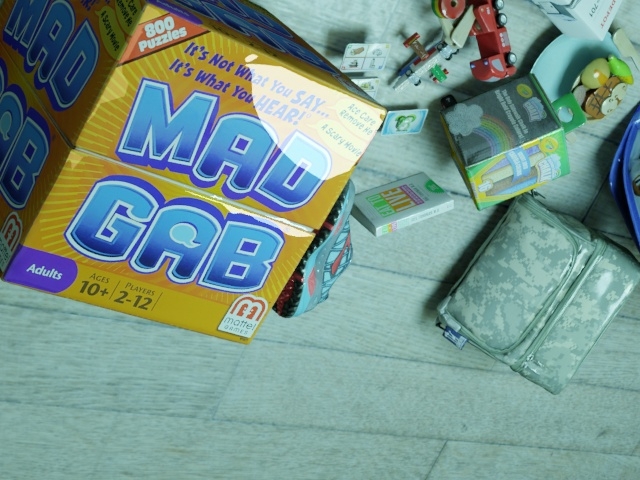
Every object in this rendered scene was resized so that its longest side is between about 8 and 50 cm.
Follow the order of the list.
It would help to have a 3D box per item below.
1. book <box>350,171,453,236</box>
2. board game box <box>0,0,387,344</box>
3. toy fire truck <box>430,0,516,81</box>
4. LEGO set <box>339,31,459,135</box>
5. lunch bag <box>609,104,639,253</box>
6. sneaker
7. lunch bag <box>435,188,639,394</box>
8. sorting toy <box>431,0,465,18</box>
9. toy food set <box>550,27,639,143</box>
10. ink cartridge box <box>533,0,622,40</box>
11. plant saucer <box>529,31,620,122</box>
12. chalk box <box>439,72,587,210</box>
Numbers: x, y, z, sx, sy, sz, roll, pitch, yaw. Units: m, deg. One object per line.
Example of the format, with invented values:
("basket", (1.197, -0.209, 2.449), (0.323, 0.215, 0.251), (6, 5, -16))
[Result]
("book", (0.132, -0.057, 1.922), (0.144, 0.096, 0.035), (-20, 128, -19))
("board game box", (-0.213, -0.141, 1.485), (0.356, 0.356, 0.356), (19, 109, -38))
("toy fire truck", (0.223, -0.330, 1.786), (0.135, 0.047, 0.192), (-20, 100, -38))
("LEGO set", (0.119, -0.247, 1.839), (0.244, 0.060, 0.182), (-7, 135, -26))
("lunch bag", (0.671, -0.032, 2.098), (0.238, 0.386, 0.328), (-20, 136, 20))
("sneaker", (0.000, 0.000, 1.901), (0.125, 0.104, 0.262), (-7, 129, -48))
("lunch bag", (0.382, 0.088, 2.096), (0.256, 0.212, 0.305), (33, 102, -2))
("sorting toy", (0.254, -0.448, 1.716), (0.132, 0.046, 0.275), (10, 97, -37))
("toy food set", (0.473, -0.251, 1.986), (0.192, 0.038, 0.132), (-47, 132, 5))
("ink cartridge box", (0.394, -0.420, 1.827), (0.190, 0.082, 0.140), (32, 81, -40))
("plant saucer", (0.417, -0.277, 1.987), (0.194, 0.037, 0.195), (-15, 126, -22))
("chalk box", (0.319, -0.167, 1.891), (0.213, 0.132, 0.132), (-21, 145, 3))
